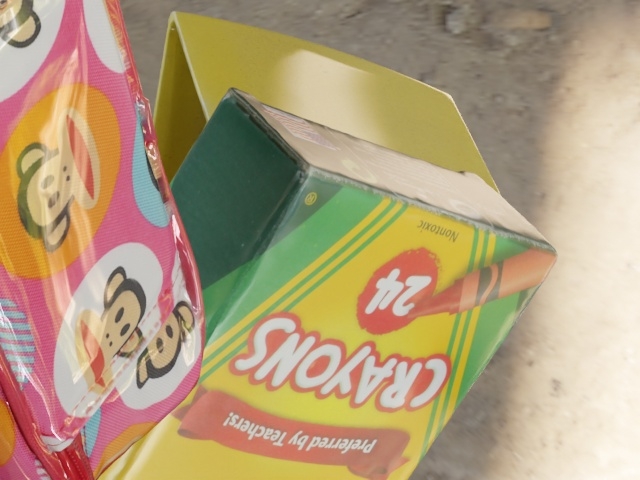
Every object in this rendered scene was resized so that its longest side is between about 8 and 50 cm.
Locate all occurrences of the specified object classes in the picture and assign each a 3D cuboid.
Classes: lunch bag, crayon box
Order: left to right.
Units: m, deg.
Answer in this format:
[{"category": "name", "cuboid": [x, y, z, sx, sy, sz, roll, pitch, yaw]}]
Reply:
[{"category": "lunch bag", "cuboid": [-0.185, -0.043, 0.651, 0.120, 0.258, 0.293, -49, 143, -34]}, {"category": "crayon box", "cuboid": [-0.040, 0.095, 0.944, 0.202, 0.081, 0.318, 15, 113, -46]}]

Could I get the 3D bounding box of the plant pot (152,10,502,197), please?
[{"category": "plant pot", "cuboid": [0.000, 0.000, 1.151, 0.187, 0.212, 0.212, 0, 129, -17]}]
